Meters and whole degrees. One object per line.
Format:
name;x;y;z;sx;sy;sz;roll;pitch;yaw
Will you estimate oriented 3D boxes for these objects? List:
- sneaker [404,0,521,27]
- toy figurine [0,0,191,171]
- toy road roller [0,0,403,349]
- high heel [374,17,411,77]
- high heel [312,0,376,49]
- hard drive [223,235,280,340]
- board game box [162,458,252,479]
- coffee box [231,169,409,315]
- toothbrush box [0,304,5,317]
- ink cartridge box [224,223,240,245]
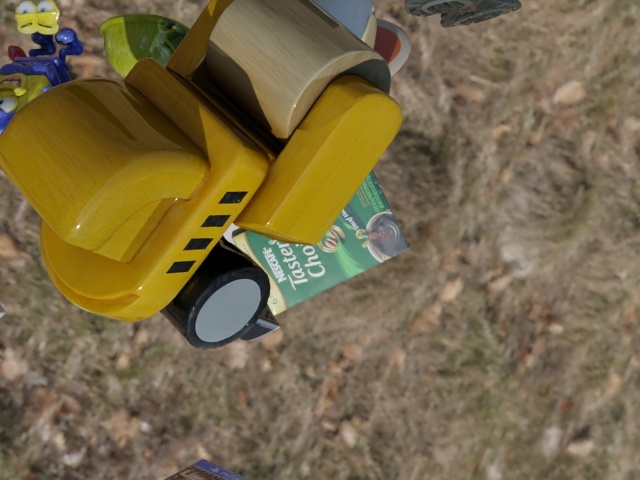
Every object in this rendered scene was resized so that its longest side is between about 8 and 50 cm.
sneaker;0.170;-0.333;1.486;0.286;0.109;0.130;-7;85;-71
toy figurine;-0.319;-0.144;1.458;0.217;0.362;0.191;-66;148;-31
toy road roller;-0.117;-0.080;1.049;0.329;0.202;0.240;-52;147;9
high heel;-0.051;-0.214;1.739;0.377;0.127;0.181;-18;170;-27
high heel;-0.043;-0.223;1.228;0.261;0.186;0.093;81;26;-62
hard drive;-0.165;0.016;1.520;0.054;0.255;0.172;-46;143;14
board game box;-0.234;0.515;1.918;0.291;0.141;0.232;-20;119;-49
coffee box;0.000;0.000;1.446;0.040;0.184;0.113;-104;168;-76
toothbrush box;-0.426;0.009;0.989;0.206;0.283;0.122;-38;170;16
ink cartridge box;-0.137;-0.084;2.200;0.261;0.066;0.296;-127;-132;-64
